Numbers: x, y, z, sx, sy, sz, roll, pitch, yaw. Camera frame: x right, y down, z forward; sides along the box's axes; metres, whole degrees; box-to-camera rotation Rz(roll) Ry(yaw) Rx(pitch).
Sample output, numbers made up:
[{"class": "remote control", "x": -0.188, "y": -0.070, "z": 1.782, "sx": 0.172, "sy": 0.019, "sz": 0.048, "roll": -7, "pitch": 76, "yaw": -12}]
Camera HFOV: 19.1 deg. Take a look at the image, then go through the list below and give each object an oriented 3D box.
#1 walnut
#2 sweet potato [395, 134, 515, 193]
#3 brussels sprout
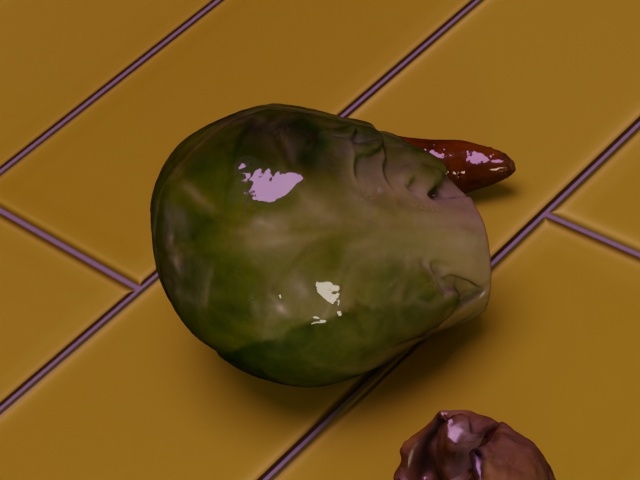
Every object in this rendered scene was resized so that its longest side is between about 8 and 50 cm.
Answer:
[{"class": "walnut", "x": 0.154, "y": 0.257, "z": 1.707, "sx": 0.141, "sy": 0.204, "sz": 0.238, "roll": 12, "pitch": 49, "yaw": -13}, {"class": "sweet potato", "x": 0.037, "y": -0.067, "z": 2.162, "sx": 0.359, "sy": 0.112, "sz": 0.112, "roll": -19, "pitch": 41, "yaw": 4}, {"class": "brussels sprout", "x": 0.000, "y": 0.005, "z": 1.970, "sx": 0.355, "sy": 0.281, "sz": 0.289, "roll": 2, "pitch": 10, "yaw": -5}]
